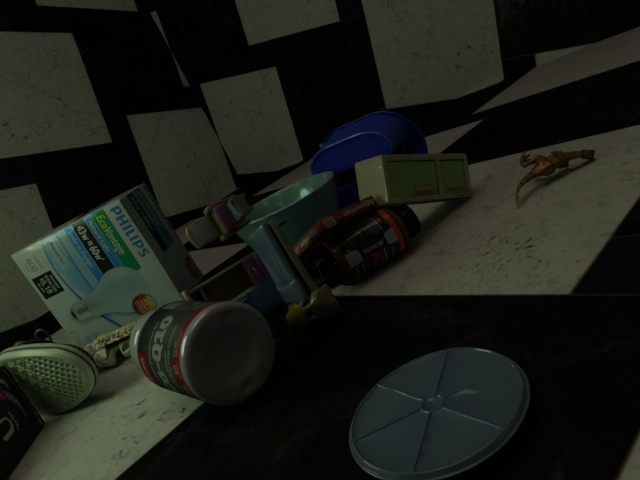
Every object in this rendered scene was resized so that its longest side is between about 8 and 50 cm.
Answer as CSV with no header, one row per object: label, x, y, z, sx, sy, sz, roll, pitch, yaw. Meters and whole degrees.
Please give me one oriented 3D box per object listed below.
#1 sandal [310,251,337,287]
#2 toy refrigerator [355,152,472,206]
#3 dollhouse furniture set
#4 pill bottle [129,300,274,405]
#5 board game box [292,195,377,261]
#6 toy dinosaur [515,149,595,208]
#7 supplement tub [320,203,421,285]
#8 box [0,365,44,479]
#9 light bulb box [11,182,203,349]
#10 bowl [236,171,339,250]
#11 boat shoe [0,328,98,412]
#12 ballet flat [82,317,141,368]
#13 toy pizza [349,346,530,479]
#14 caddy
sandal,0.022,0.042,1.206,0.090,0.060,0.219,-16,18,38
toy refrigerator,0.211,-0.132,1.191,0.270,0.102,0.094,-7,-1,-38
dollhouse furniture set,-0.153,0.057,1.015,0.198,0.286,0.303,-33,4,-19
pill bottle,-0.218,0.184,0.943,0.161,0.161,0.283,-38,17,-35
board game box,0.000,0.000,1.172,0.145,0.027,0.281,-25,-11,-31
toy dinosaur,0.446,-0.147,1.101,0.212,0.064,0.112,-29,16,-5
supplement tub,0.105,0.002,1.107,0.198,0.106,0.106,-31,15,-13
box,-0.682,0.390,1.047,0.143,0.165,0.270,-27,15,1
light bulb box,-0.606,0.078,1.607,0.361,0.357,0.225,-26,16,8
bowl,-0.070,-0.044,1.464,0.312,0.163,0.311,-25,15,7
boat shoe,-0.661,0.305,1.283,0.500,0.186,0.156,-22,20,39
ballet flat,-0.493,0.261,1.338,0.241,0.091,0.077,-30,36,5
toy pizza,0.126,0.186,0.585,0.201,0.032,0.201,-25,16,7
caddy,0.140,-0.229,1.583,0.341,0.241,0.179,-16,23,35
